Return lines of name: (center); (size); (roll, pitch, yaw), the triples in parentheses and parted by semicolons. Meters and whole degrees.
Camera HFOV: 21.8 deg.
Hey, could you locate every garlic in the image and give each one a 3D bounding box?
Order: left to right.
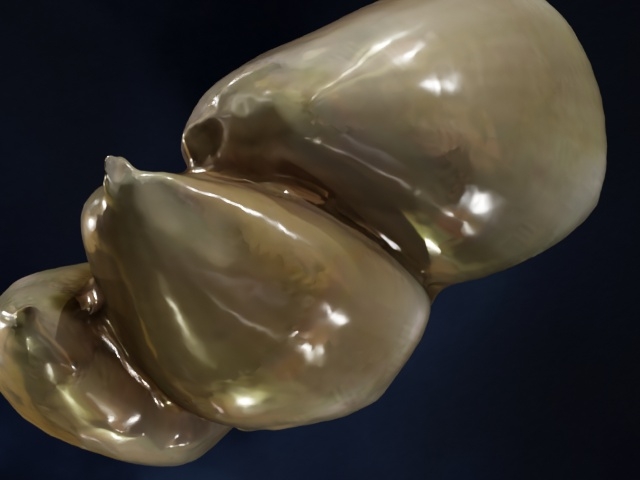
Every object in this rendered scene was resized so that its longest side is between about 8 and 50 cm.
garlic: (-0.001, -0.001, 0.703); (0.279, 0.325, 0.132); (-39, -92, -5)
